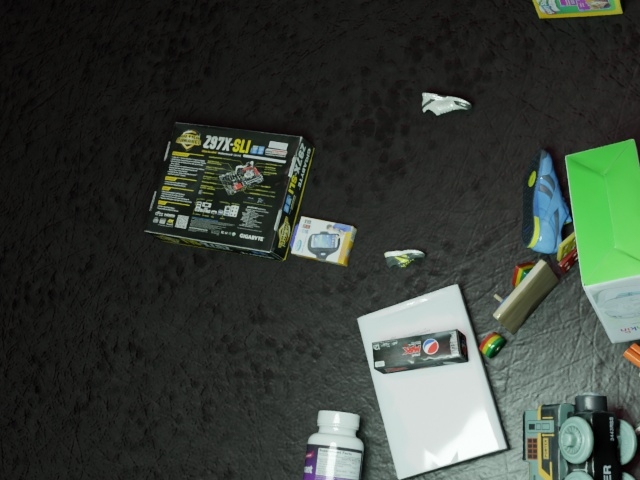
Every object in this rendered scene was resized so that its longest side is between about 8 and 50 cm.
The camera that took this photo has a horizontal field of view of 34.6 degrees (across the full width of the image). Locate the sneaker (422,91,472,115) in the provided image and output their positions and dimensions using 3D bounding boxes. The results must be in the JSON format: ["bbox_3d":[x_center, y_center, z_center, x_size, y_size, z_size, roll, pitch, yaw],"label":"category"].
[{"bbox_3d":[0.255,-0.272,2.074,0.109,0.040,0.044,12,95,28],"label":"sneaker"}]

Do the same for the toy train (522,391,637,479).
[{"bbox_3d":[0.429,0.423,1.722,0.190,0.142,0.334,-18,68,59],"label":"toy train"}]

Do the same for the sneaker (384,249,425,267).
[{"bbox_3d":[0.168,0.037,2.020,0.083,0.031,0.035,-5,86,25],"label":"sneaker"}]

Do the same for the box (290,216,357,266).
[{"bbox_3d":[0.000,0.000,2.097,0.136,0.028,0.081,11,79,23],"label":"box"}]

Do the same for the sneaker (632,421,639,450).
[{"bbox_3d":[0.627,0.332,1.713,0.228,0.086,0.132,-30,68,10],"label":"sneaker"}]

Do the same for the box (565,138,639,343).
[{"bbox_3d":[0.511,0.007,1.743,0.127,0.231,0.262,-14,55,22],"label":"box"}]

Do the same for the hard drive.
[{"bbox_3d":[0.207,0.265,1.926,0.210,0.040,0.319,-20,68,15],"label":"hard drive"}]

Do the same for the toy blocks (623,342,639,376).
[{"bbox_3d":[0.583,0.179,1.792,0.123,0.054,0.148,-48,63,2],"label":"toy blocks"}]

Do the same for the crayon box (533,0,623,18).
[{"bbox_3d":[0.470,-0.513,1.919,0.165,0.278,0.081,2,76,22],"label":"crayon box"}]

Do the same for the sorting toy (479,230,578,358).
[{"bbox_3d":[0.368,0.088,1.862,0.046,0.132,0.274,42,92,29],"label":"sorting toy"}]

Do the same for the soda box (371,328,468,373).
[{"bbox_3d":[0.183,0.207,1.896,0.169,0.060,0.053,-11,69,20],"label":"soda box"}]

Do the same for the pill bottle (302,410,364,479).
[{"bbox_3d":[0.024,0.419,1.917,0.108,0.108,0.193,1,75,22],"label":"pill bottle"}]

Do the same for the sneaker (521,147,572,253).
[{"bbox_3d":[0.429,-0.072,1.933,0.082,0.069,0.209,11,67,-9],"label":"sneaker"}]

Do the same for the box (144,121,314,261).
[{"bbox_3d":[-0.196,-0.107,2.180,0.322,0.079,0.257,8,76,25],"label":"box"}]
